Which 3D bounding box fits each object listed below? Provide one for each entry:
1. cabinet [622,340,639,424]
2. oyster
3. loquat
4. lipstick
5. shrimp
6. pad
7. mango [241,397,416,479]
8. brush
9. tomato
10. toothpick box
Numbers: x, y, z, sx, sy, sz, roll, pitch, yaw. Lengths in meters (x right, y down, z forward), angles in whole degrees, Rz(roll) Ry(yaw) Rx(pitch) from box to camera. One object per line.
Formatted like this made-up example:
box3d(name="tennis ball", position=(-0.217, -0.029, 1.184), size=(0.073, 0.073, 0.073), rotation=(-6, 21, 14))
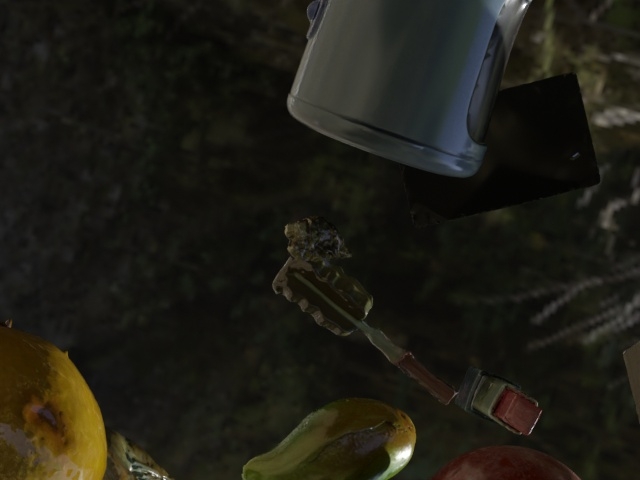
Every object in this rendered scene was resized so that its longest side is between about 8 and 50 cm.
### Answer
box3d(name="cabinet", position=(0.416, 0.131, 1.455), size=(0.215, 0.175, 0.148), rotation=(-40, -134, 44))
box3d(name="oyster", position=(-0.001, -0.003, 1.711), size=(0.093, 0.034, 0.051), rotation=(-7, 72, -53))
box3d(name="loquat", position=(-0.268, 0.161, 1.281), size=(0.208, 0.208, 0.208), rotation=(17, 90, -82))
box3d(name="lipstick", position=(0.185, 0.164, 1.684), size=(0.312, 0.051, 0.051), rotation=(117, -2, -87))
box3d(name="shrimp", position=(-0.214, 0.301, 1.999), size=(0.059, 0.254, 0.145), rotation=(-44, -152, -5))
box3d(name="pad", position=(0.237, -0.122, 2.224), size=(0.009, 0.265, 0.159), rotation=(-110, -173, -85))
box3d(name="mango", position=(0.013, 0.270, 2.083), size=(0.111, 0.233, 0.125), rotation=(164, -88, -75))
box3d(name="brush", position=(0.069, 0.124, 2.279), size=(0.084, 0.301, 0.071), rotation=(-51, -179, 11))
box3d(name="tomato", position=(0.236, 0.380, 2.006), size=(0.270, 0.227, 0.270), rotation=(20, -66, 56))
box3d(name="toothpick box", position=(0.112, -0.275, 1.856), size=(0.263, 0.263, 0.354), rotation=(-28, 138, -79))
